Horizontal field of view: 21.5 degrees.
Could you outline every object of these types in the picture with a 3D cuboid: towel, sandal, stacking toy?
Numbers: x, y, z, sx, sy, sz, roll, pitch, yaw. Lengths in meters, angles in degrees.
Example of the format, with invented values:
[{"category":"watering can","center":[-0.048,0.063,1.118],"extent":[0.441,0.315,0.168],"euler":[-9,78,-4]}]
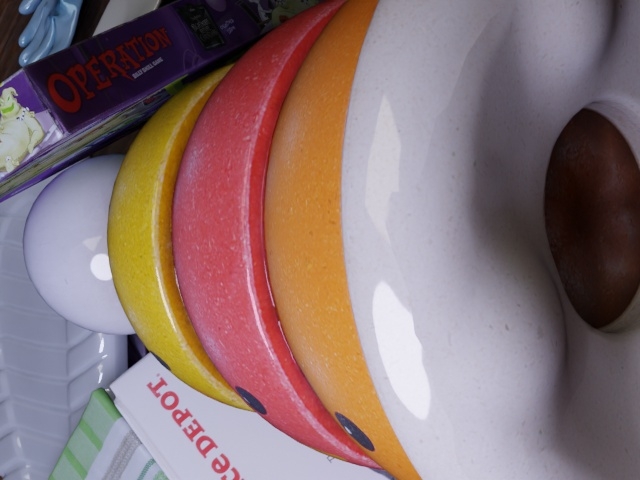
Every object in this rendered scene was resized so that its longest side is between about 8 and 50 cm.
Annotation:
[{"category":"towel","center":[-0.128,0.190,1.154],"extent":[0.152,0.023,0.113],"euler":[49,124,27]},{"category":"sandal","center":[-0.176,0.125,1.274],"extent":[0.169,0.102,0.416],"euler":[-12,83,39]},{"category":"stacking toy","center":[0.000,0.000,0.975],"extent":[0.480,0.350,0.351],"euler":[-5,73,45]}]

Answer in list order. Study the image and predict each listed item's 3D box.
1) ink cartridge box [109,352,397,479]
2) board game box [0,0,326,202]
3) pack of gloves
[{"category":"ink cartridge box","center":[0.031,0.096,1.107],"extent":[0.273,0.115,0.198],"euler":[-39,53,-6]},{"category":"board game box","center":[-0.134,-0.087,1.032],"extent":[0.208,0.347,0.056],"euler":[-34,92,34]},{"category":"pack of gloves","center":[-0.178,-0.234,1.357],"extent":[0.195,0.046,0.232],"euler":[20,86,54]}]
